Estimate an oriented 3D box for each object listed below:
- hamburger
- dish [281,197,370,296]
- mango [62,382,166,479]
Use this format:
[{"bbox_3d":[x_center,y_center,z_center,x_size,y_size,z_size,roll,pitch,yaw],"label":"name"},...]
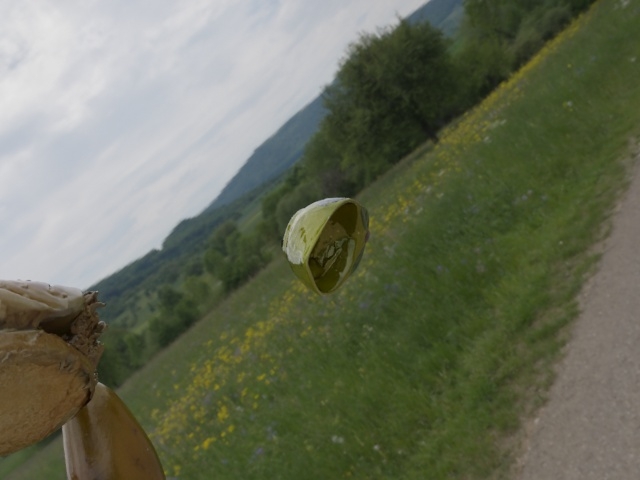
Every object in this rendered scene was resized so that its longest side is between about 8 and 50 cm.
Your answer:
[{"bbox_3d":[-0.343,0.131,0.665,0.286,0.146,0.243,-18,-22,-28],"label":"hamburger"},{"bbox_3d":[0.000,0.000,0.995,0.207,0.080,0.149,-17,-59,-62],"label":"dish"},{"bbox_3d":[-0.285,0.310,0.911,0.113,0.253,0.138,-19,7,17],"label":"mango"}]
